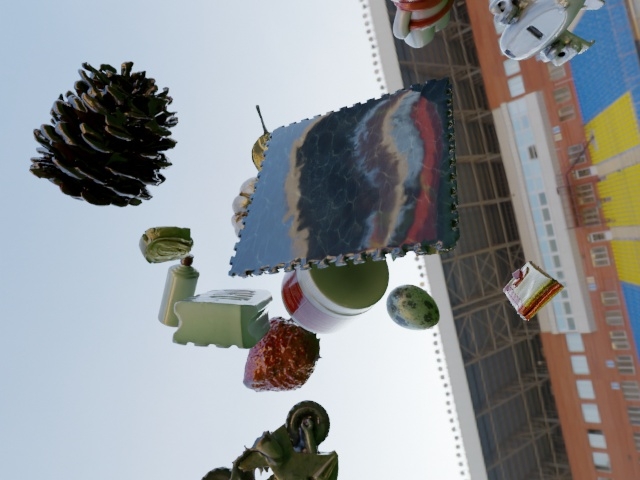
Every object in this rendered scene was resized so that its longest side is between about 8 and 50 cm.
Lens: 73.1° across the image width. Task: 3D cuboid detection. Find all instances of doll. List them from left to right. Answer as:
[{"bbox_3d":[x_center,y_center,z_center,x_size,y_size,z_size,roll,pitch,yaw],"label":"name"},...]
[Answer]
[{"bbox_3d":[0.139,-0.416,0.609,0.161,0.130,0.290,-43,-31,-4],"label":"doll"}]

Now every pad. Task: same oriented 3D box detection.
[{"bbox_3d":[0.027,-0.080,0.516,0.012,0.269,0.269,53,-144,-45],"label":"pad"}]

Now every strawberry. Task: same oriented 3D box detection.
[{"bbox_3d":[-0.139,0.393,1.443,0.277,0.257,0.257,-38,-70,-28],"label":"strawberry"}]

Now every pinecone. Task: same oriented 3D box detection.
[{"bbox_3d":[-0.362,-0.173,0.759,0.224,0.272,0.224,38,-166,-11],"label":"pinecone"}]

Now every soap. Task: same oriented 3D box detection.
[{"bbox_3d":[-0.245,0.205,1.205,0.347,0.208,0.115,7,-94,-85],"label":"soap"}]

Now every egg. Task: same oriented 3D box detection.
[{"bbox_3d":[0.276,0.202,1.289,0.132,0.172,0.132,-24,-55,-39],"label":"egg"}]

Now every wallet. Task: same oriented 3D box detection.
[{"bbox_3d":[0.611,0.140,1.269,0.067,0.141,0.241,42,-165,5],"label":"wallet"}]

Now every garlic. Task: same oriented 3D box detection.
[{"bbox_3d":[-0.249,-0.142,1.657,0.281,0.203,0.184,-42,-94,-5],"label":"garlic"}]

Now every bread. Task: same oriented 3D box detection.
[{"bbox_3d":[-0.452,0.011,1.275,0.156,0.117,0.064,-2,-131,-40],"label":"bread"}]

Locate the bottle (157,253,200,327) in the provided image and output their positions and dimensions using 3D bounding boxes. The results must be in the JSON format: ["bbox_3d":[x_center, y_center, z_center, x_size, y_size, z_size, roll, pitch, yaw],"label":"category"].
[{"bbox_3d":[-0.463,0.159,1.427,0.104,0.104,0.245,-1,-66,-49],"label":"bottle"}]

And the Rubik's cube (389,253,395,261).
[{"bbox_3d":[0.148,-0.053,1.364,0.224,0.265,0.213,14,-145,-28],"label":"Rubik's cube"}]

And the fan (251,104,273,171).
[{"bbox_3d":[-0.113,-0.215,0.964,0.005,0.113,0.175,-52,-52,-61],"label":"fan"}]

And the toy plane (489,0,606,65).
[{"bbox_3d":[0.496,-0.493,0.949,0.245,0.245,0.117,43,-110,-33],"label":"toy plane"}]

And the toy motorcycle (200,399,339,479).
[{"bbox_3d":[-0.066,0.350,0.642,0.229,0.094,0.130,-35,-104,-11],"label":"toy motorcycle"}]

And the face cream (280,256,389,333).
[{"bbox_3d":[0.028,0.094,0.987,0.201,0.187,0.201,11,-122,-18],"label":"face cream"}]
